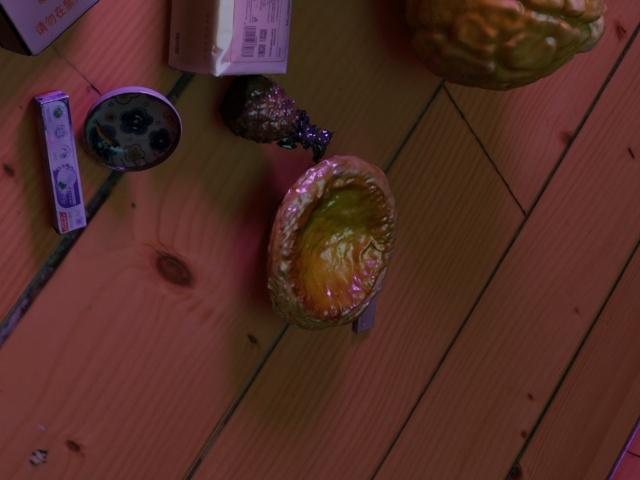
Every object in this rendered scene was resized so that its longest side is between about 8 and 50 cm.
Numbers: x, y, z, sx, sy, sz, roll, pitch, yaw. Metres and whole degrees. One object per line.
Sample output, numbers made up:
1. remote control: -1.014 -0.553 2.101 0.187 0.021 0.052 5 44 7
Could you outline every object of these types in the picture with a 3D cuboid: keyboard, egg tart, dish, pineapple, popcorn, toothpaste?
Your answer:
1. keyboard: 0.086 0.094 2.139 0.055 0.017 0.166 -16 116 -48
2. egg tart: 0.000 0.000 1.927 0.319 0.128 0.319 -18 117 -40
3. dish: -0.273 -0.176 1.613 0.141 0.078 0.141 -8 133 -9
4. pineapple: -0.060 -0.189 1.777 0.198 0.108 0.108 24 87 -32
5. popcorn: 0.315 -0.432 1.930 0.354 0.344 0.390 -64 159 -12
6. toothpaste: -0.363 -0.107 1.557 0.047 0.040 0.196 -22 120 -36

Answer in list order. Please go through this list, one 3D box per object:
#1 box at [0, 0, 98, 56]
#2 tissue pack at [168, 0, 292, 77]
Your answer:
1. box: -0.383 -0.410 1.387 0.198 0.084 0.310 -48 135 -23
2. tissue pack: -0.129 -0.360 1.649 0.159 0.125 0.234 -11 112 -46
